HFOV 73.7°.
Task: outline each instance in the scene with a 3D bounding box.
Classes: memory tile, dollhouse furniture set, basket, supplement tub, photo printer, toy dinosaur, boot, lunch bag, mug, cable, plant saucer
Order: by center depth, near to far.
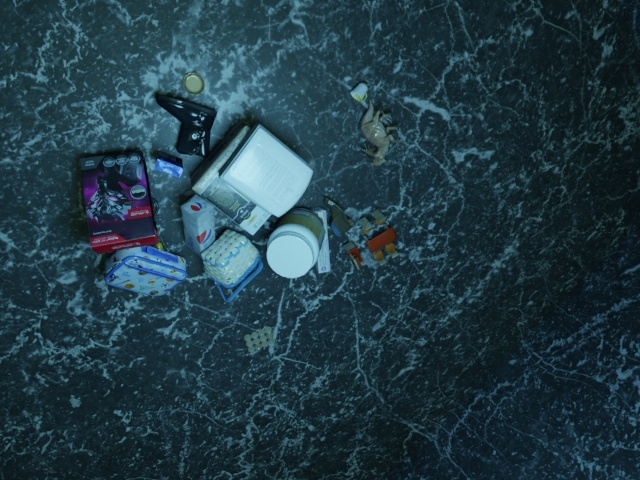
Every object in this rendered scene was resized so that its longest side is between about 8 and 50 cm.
[{"bbox_3d":[-0.196,-0.256,1.651,0.307,0.107,0.256,35,94,-27],"label":"photo printer"},{"bbox_3d":[-0.505,-0.624,1.704,0.083,0.015,0.083,-7,112,-17],"label":"plant saucer"},{"bbox_3d":[-0.550,-0.451,1.710,0.246,0.094,0.207,12,102,-28],"label":"boot"},{"bbox_3d":[-0.728,0.120,1.785,0.243,0.115,0.303,-33,144,26],"label":"lunch bag"},{"bbox_3d":[-0.748,-0.040,1.841,0.139,0.072,0.287,1,98,2],"label":"cable"},{"bbox_3d":[-0.107,0.008,1.881,0.228,0.316,0.228,3,113,7],"label":"supplement tub"},{"bbox_3d":[0.177,-0.661,1.899,0.062,0.078,0.064,36,87,6],"label":"mug"},{"bbox_3d":[-0.383,0.107,1.912,0.255,0.201,0.289,-48,139,-30],"label":"basket"},{"bbox_3d":[0.244,-0.483,1.955,0.200,0.127,0.296,-23,102,31],"label":"toy dinosaur"},{"bbox_3d":[0.067,-0.107,2.053,0.106,0.082,0.219,-47,118,0],"label":"boot"},{"bbox_3d":[0.257,0.026,2.107,0.259,0.135,0.262,-31,128,-5],"label":"dollhouse furniture set"},{"bbox_3d":[-0.313,0.510,2.202,0.148,0.012,0.113,-19,115,-11],"label":"memory tile"}]

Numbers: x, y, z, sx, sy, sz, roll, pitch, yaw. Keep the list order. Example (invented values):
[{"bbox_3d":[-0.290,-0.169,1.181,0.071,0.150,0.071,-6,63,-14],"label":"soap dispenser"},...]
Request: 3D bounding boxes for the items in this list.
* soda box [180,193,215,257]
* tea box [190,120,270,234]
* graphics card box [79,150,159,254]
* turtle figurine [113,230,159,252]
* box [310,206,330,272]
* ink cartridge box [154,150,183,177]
[{"bbox_3d":[-0.505,-0.055,1.781,0.091,0.098,0.286,-47,166,-33],"label":"soda box"},{"bbox_3d":[-0.313,-0.263,1.791,0.329,0.220,0.323,-48,117,2],"label":"tea box"},{"bbox_3d":[-0.773,-0.152,1.647,0.232,0.094,0.371,-11,75,-13],"label":"graphics card box"},{"bbox_3d":[-0.794,-0.031,1.747,0.234,0.118,0.175,-12,141,5],"label":"turtle figurine"},{"bbox_3d":[0.000,0.000,2.081,0.063,0.067,0.324,-10,112,-14],"label":"box"},{"bbox_3d":[-0.598,-0.302,1.689,0.097,0.207,0.046,20,102,-23],"label":"ink cartridge box"}]
